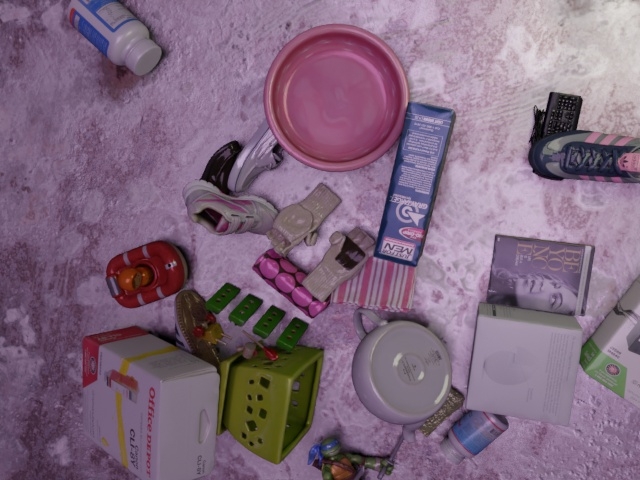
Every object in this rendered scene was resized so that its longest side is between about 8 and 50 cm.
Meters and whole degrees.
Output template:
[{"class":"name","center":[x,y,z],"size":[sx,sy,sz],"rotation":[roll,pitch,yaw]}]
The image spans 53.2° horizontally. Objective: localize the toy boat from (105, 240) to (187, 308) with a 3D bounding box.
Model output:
[{"class":"toy boat","center":[-0.463,0.092,1.645],"size":[0.231,0.151,0.151],"rotation":[-20,92,15]}]

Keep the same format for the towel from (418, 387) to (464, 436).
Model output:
[{"class":"towel","center":[0.272,0.405,1.582],"size":[0.110,0.027,0.148],"rotation":[43,106,5]}]

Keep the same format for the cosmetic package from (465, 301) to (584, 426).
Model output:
[{"class":"cosmetic package","center":[0.460,0.277,1.461],"size":[0.224,0.138,0.224],"rotation":[8,100,13]}]

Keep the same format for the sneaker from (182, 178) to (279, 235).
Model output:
[{"class":"sneaker","center":[-0.217,-0.053,1.552],"size":[0.252,0.111,0.103],"rotation":[15,131,-17]}]

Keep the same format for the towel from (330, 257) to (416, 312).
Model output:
[{"class":"towel","center":[0.128,0.093,1.536],"size":[0.197,0.029,0.144],"rotation":[6,67,12]}]

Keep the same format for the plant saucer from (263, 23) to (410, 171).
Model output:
[{"class":"plant saucer","center":[0.036,-0.322,1.472],"size":[0.332,0.084,0.332],"rotation":[0,93,-3]}]

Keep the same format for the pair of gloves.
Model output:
[{"class":"pair of gloves","center":[0.000,0.000,1.537],"size":[0.204,0.042,0.240],"rotation":[-38,79,-5]}]

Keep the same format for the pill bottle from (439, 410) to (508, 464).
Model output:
[{"class":"pill bottle","center":[0.366,0.463,1.536],"size":[0.087,0.087,0.160],"rotation":[45,105,4]}]

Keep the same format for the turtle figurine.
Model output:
[{"class":"turtle figurine","center":[0.105,0.616,1.565],"size":[0.274,0.198,0.266],"rotation":[-14,99,19]}]

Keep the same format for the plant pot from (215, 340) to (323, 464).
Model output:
[{"class":"plant pot","center":[-0.136,0.377,1.578],"size":[0.207,0.228,0.227],"rotation":[13,101,19]}]

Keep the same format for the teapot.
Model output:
[{"class":"teapot","center":[0.171,0.313,1.515],"size":[0.252,0.187,0.256],"rotation":[24,66,-11]}]

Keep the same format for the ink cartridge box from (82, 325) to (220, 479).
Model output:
[{"class":"ink cartridge box","center":[-0.434,0.403,1.590],"size":[0.384,0.160,0.279],"rotation":[12,102,43]}]

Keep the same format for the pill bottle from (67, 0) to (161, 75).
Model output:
[{"class":"pill bottle","center":[-0.506,-0.514,1.584],"size":[0.221,0.124,0.124],"rotation":[43,105,4]}]

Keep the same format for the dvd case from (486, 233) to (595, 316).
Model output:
[{"class":"dvd case","center":[0.509,0.080,1.484],"size":[0.221,0.018,0.165],"rotation":[7,99,12]}]

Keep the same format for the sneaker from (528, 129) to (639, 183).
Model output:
[{"class":"sneaker","center":[0.612,-0.177,1.353],"size":[0.319,0.131,0.112],"rotation":[2,100,7]}]

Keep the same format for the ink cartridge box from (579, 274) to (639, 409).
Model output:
[{"class":"ink cartridge box","center":[0.733,0.222,1.400],"size":[0.198,0.115,0.273],"rotation":[34,104,7]}]

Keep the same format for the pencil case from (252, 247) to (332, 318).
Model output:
[{"class":"pencil case","center":[-0.065,0.100,1.587],"size":[0.209,0.098,0.095],"rotation":[40,149,5]}]

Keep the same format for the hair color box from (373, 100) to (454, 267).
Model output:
[{"class":"hair color box","center":[0.214,-0.128,1.443],"size":[0.105,0.174,0.347],"rotation":[14,101,11]}]

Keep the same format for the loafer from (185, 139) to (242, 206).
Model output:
[{"class":"loafer","center":[-0.254,-0.154,1.606],"size":[0.078,0.080,0.220],"rotation":[38,114,1]}]

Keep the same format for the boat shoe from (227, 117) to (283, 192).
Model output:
[{"class":"boat shoe","center":[-0.132,-0.213,1.554],"size":[0.084,0.095,0.258],"rotation":[37,105,10]}]

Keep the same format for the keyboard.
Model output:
[{"class":"keyboard","center":[0.518,-0.233,1.427],"size":[0.100,0.038,0.192],"rotation":[11,99,12]}]

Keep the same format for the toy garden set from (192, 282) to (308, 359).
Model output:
[{"class":"toy garden set","center":[-0.181,0.222,1.578],"size":[0.244,0.204,0.049],"rotation":[26,121,9]}]

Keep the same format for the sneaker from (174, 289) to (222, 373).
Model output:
[{"class":"sneaker","center":[-0.345,0.282,1.673],"size":[0.153,0.099,0.282],"rotation":[-38,67,42]}]
